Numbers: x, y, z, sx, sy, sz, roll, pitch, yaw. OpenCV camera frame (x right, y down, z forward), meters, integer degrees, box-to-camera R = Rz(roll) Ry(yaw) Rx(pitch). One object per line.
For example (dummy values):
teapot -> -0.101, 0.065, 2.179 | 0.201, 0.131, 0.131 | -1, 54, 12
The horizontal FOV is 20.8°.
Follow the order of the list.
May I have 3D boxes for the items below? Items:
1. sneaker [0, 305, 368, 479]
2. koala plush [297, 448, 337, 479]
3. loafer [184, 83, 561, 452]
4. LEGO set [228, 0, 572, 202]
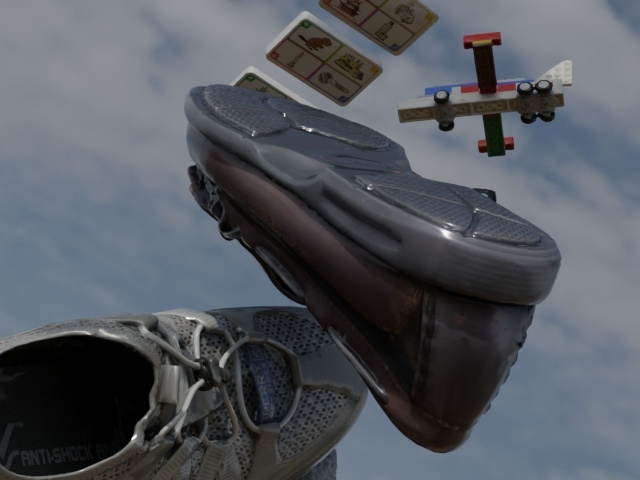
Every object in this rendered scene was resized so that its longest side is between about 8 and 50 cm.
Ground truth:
sneaker -> -0.076, 0.083, 0.802 | 0.281, 0.105, 0.115 | -11, -12, -39
koala plush -> -0.041, 0.236, 0.929 | 0.196, 0.221, 0.203 | 39, -62, 6
loafer -> 0.000, 0.000, 0.789 | 0.109, 0.095, 0.302 | 9, 12, -25
LEGO set -> 0.069, -0.106, 1.322 | 0.244, 0.060, 0.182 | 30, -50, -24
